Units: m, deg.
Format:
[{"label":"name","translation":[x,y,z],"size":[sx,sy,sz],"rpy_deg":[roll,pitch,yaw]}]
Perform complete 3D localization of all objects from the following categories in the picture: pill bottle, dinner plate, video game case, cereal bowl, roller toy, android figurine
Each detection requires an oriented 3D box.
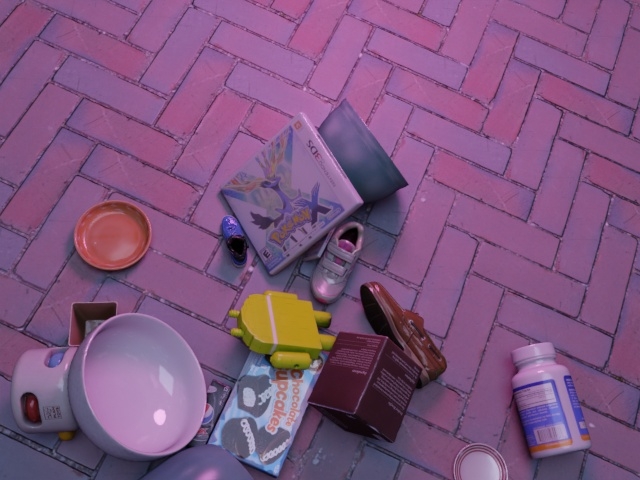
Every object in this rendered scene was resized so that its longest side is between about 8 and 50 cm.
[{"label":"pill bottle","translation":[0.576,0.406,1.787],"size":[0.152,0.152,0.272],"rpy_deg":[-6,68,-11]},{"label":"dinner plate","translation":[0.401,0.583,1.760],"size":[0.141,0.017,0.141],"rpy_deg":[3,67,-7]},{"label":"video game case","translation":[-0.087,-0.121,1.856],"size":[0.329,0.036,0.300],"rpy_deg":[-39,73,24]},{"label":"video game case","translation":[0.000,0.000,1.907],"size":[0.011,0.087,0.122],"rpy_deg":[37,65,-20]},{"label":"cereal bowl","translation":[-0.432,0.344,1.597],"size":[0.339,0.141,0.339],"rpy_deg":[37,36,-33]},{"label":"roller toy","translation":[-0.608,0.345,1.609],"size":[0.146,0.191,0.210],"rpy_deg":[-3,66,-3]},{"label":"android figurine","translation":[-0.096,0.217,1.755],"size":[0.272,0.056,0.248],"rpy_deg":[7,39,-21]}]

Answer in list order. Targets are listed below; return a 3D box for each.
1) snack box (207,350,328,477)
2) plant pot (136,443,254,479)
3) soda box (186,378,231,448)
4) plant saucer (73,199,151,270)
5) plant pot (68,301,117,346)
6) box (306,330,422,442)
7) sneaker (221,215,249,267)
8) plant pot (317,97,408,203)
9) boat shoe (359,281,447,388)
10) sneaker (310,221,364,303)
[{"label":"snack box","translation":[-0.127,0.396,1.736],"size":[0.187,0.060,0.322],"rpy_deg":[24,66,2]},{"label":"plant pot","translation":[-0.269,0.590,1.523],"size":[0.293,0.293,0.235],"rpy_deg":[43,56,10]},{"label":"soda box","translation":[-0.274,0.428,1.701],"size":[0.053,0.060,0.169],"rpy_deg":[23,66,2]},{"label":"plant saucer","translation":[-0.547,-0.010,1.855],"size":[0.199,0.037,0.200],"rpy_deg":[3,68,-7]},{"label":"plant pot","translation":[-0.553,0.218,1.727],"size":[0.109,0.096,0.109],"rpy_deg":[0,67,-9]},{"label":"box","translation":[0.110,0.351,1.698],"size":[0.168,0.167,0.203],"rpy_deg":[44,61,-34]},{"label":"sneaker","translation":[-0.229,-0.010,1.876],"size":[0.058,0.085,0.152],"rpy_deg":[-11,69,-12]},{"label":"plant pot","translation":[0.078,-0.214,1.924],"size":[0.196,0.293,0.293],"rpy_deg":[-36,75,8]},{"label":"boat shoe","translation":[0.216,0.232,1.838],"size":[0.104,0.111,0.307],"rpy_deg":[-28,84,-22]},{"label":"sneaker","translation":[0.047,0.047,1.878],"size":[0.102,0.111,0.252],"rpy_deg":[21,66,1]}]
